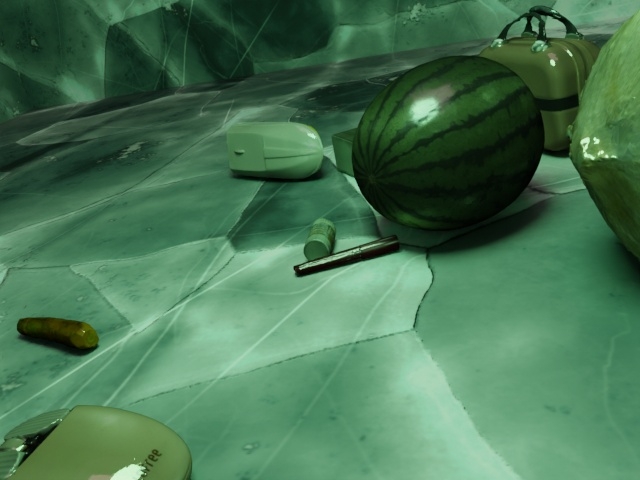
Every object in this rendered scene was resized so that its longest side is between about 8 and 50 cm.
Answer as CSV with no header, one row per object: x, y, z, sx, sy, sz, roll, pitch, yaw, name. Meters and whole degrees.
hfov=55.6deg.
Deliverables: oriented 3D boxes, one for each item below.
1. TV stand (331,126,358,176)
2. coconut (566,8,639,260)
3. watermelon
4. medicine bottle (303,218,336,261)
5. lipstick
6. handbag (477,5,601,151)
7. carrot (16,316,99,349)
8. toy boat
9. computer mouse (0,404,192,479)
0.124,-0.171,1.289,0.083,0.088,0.269,-20,26,-19,TV stand
0.483,-0.130,0.722,0.405,0.404,0.404,-9,25,5,coconut
0.222,-0.164,1.016,0.359,0.278,0.279,-31,32,-33,watermelon
0.000,0.000,1.036,0.047,0.047,0.083,-5,26,14,medicine bottle
0.042,0.026,0.991,0.177,0.027,0.027,-15,26,-5,lipstick
0.456,-0.346,1.284,0.149,0.283,0.302,-17,26,-15,handbag
-0.406,0.140,0.932,0.171,0.042,0.042,1,28,32,carrot
-0.095,-0.213,1.429,0.270,0.140,0.141,4,29,25,toy boat
-0.248,0.234,0.617,0.237,0.081,0.145,1,29,23,computer mouse
